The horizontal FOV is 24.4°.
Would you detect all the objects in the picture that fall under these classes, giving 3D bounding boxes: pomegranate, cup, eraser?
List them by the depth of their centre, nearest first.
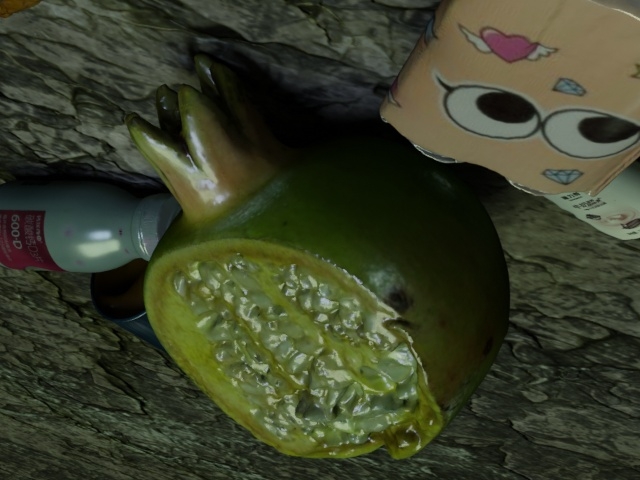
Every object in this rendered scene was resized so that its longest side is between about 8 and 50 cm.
[{"bbox_3d":[0.153,-0.125,0.923,0.171,0.087,0.290,18,158,-6],"label":"eraser"},{"bbox_3d":[0.000,0.000,1.195,0.310,0.216,0.358,-14,112,51],"label":"pomegranate"},{"bbox_3d":[-0.153,0.045,1.535,0.113,0.150,0.138,-32,139,16],"label":"cup"}]

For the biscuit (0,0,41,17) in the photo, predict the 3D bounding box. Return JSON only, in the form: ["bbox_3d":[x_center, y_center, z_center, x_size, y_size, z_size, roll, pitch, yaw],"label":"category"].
[{"bbox_3d":[-0.323,-0.245,0.988,0.334,0.081,0.289,28,156,-28],"label":"biscuit"}]

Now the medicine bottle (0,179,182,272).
[{"bbox_3d":[-0.225,-0.013,1.440,0.217,0.090,0.090,2,153,31],"label":"medicine bottle"}]

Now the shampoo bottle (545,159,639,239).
[{"bbox_3d":[0.195,-0.052,1.120,0.152,0.045,0.077,29,155,-26],"label":"shampoo bottle"}]
